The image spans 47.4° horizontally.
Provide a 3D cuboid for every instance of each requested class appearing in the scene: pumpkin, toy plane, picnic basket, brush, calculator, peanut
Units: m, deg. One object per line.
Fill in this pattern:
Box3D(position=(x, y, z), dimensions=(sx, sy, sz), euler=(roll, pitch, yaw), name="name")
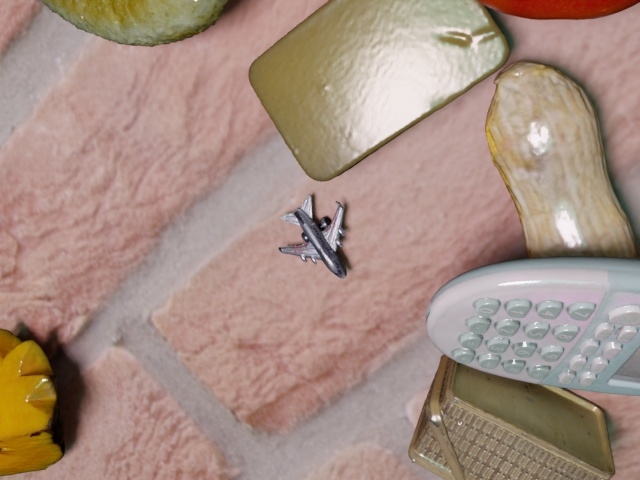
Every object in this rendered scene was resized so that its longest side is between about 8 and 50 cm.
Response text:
Box3D(position=(-0.363, 0.192, 0.843), dimensions=(0.254, 0.149, 0.130), euler=(-18, 61, 20), name="pumpkin")
Box3D(position=(0.000, 0.000, 0.689), dimensions=(0.079, 0.031, 0.083), euler=(-36, 93, 24), name="toy plane")
Box3D(position=(0.167, 0.171, 0.643), dimensions=(0.164, 0.115, 0.079), euler=(27, 113, 8), name="picnic basket")
Box3D(position=(0.047, -0.148, 0.613), dimensions=(0.197, 0.059, 0.123), euler=(-32, 92, 22), name="brush")
Box3D(position=(0.232, 0.071, 0.576), dimensions=(0.296, 0.042, 0.184), euler=(6, 146, 1), name="calculator")
Box3D(position=(0.192, -0.045, 0.585), dimensions=(0.087, 0.087, 0.206), euler=(-18, 99, 22), name="peanut")

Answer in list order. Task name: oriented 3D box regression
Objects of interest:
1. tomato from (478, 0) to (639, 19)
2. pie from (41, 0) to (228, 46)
Box3D(position=(0.168, -0.243, 0.490), dimensions=(0.195, 0.136, 0.195), euler=(0, 89, 6), name="tomato")
Box3D(position=(-0.182, -0.315, 0.607), dimensions=(0.323, 0.071, 0.323), euler=(16, 118, 32), name="pie")
